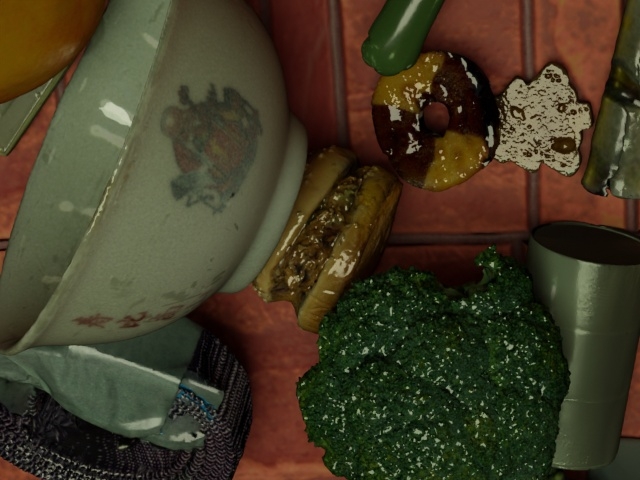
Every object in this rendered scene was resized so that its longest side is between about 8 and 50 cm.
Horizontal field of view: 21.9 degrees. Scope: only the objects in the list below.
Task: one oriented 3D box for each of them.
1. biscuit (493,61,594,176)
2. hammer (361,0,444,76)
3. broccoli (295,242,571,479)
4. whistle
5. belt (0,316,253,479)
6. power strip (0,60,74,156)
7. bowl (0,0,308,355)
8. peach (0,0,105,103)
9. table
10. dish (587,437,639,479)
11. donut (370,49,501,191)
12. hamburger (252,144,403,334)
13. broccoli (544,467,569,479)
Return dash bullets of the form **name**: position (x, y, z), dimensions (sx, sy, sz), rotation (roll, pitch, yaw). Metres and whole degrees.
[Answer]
- **biscuit**: position (0.206, -0.117, 1.646), dimensions (0.130, 0.019, 0.119), rotation (-6, 107, 12)
- **hammer**: position (0.135, -0.301, 1.546), dimensions (0.206, 0.119, 0.335), rotation (29, 110, 1)
- **broccoli**: position (0.114, 0.141, 1.583), dimensions (0.261, 0.241, 0.269), rotation (-27, 118, 10)
- **whistle**: position (0.315, -0.195, 1.582), dimensions (0.068, 0.057, 0.326), rotation (-4, 114, -35)
- **belt**: position (-0.230, 0.161, 1.729), dimensions (0.325, 0.122, 0.260), rotation (21, 138, -3)
- **power strip**: position (-0.322, -0.160, 1.728), dimensions (0.076, 0.028, 0.169), rotation (38, 109, -3)
- **bowl**: position (-0.136, -0.067, 1.554), dimensions (0.196, 0.435, 0.435), rotation (21, 112, -19)
- **peach**: position (-0.346, -0.267, 1.574), dimensions (0.289, 0.289, 0.308), rotation (28, 142, 1)
- **table**: position (0.254, 0.104, 1.653), dimensions (0.126, 0.126, 0.220), rotation (10, 110, 7)
- **dish**: position (0.399, 0.306, 1.719), dimensions (0.243, 0.080, 0.182), rotation (1, 108, 11)
- **donut**: position (0.120, -0.120, 1.627), dimensions (0.140, 0.059, 0.140), rotation (4, 100, 23)
- **hamburger**: position (0.000, -0.001, 1.633), dimensions (0.118, 0.191, 0.182), rotation (22, 117, 5)
- **broccoli**: position (0.187, 0.336, 1.673), dimensions (0.247, 0.243, 0.263), rotation (8, 114, 43)
